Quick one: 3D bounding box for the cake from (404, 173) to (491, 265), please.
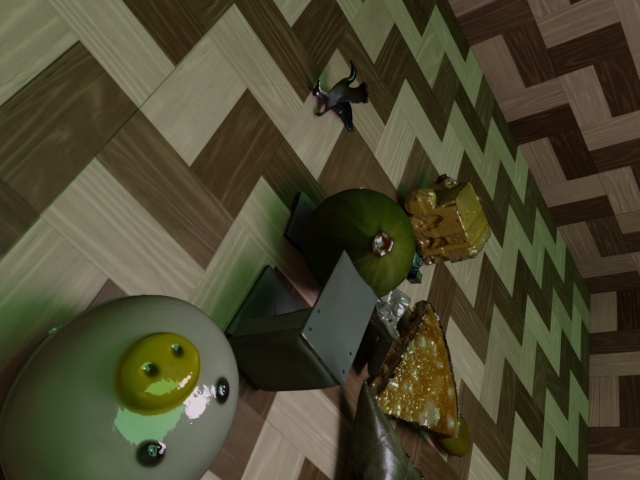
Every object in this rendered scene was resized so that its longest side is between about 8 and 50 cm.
[{"bbox_3d":[0.437,-0.084,2.059,0.227,0.223,0.286,-41,111,-52],"label":"cake"}]

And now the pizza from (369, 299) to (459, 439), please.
[{"bbox_3d":[0.253,0.422,1.746,0.406,0.130,0.439,-9,85,-40],"label":"pizza"}]

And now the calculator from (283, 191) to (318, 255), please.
[{"bbox_3d":[0.000,0.000,1.618,0.262,0.021,0.161,44,48,-36],"label":"calculator"}]

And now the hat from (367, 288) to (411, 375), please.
[{"bbox_3d":[0.155,0.241,1.626,0.149,0.244,0.214,37,27,0],"label":"hat"}]

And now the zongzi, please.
[{"bbox_3d":[0.109,0.578,1.453,0.323,0.160,0.360,-33,106,-54],"label":"zongzi"}]

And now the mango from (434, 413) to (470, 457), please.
[{"bbox_3d":[0.417,0.614,1.918,0.237,0.091,0.137,49,38,-23],"label":"mango"}]

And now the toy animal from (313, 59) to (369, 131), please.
[{"bbox_3d":[0.063,-0.453,1.745,0.160,0.272,0.197,-4,86,-17],"label":"toy animal"}]

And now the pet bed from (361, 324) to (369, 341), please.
[{"bbox_3d":[0.082,0.200,1.628,0.201,0.054,0.201,8,80,-57],"label":"pet bed"}]

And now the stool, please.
[{"bbox_3d":[-0.045,0.181,1.308,0.170,0.244,0.269,55,41,-27],"label":"stool"}]

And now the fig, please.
[{"bbox_3d":[0.109,0.011,1.460,0.316,0.316,0.316,22,62,-48],"label":"fig"}]

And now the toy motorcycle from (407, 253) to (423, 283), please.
[{"bbox_3d":[0.291,0.071,1.955,0.173,0.058,0.100,40,55,-42],"label":"toy motorcycle"}]

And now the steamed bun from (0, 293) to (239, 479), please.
[{"bbox_3d":[-0.296,0.257,0.899,0.374,0.334,0.333,-37,109,-46],"label":"steamed bun"}]
